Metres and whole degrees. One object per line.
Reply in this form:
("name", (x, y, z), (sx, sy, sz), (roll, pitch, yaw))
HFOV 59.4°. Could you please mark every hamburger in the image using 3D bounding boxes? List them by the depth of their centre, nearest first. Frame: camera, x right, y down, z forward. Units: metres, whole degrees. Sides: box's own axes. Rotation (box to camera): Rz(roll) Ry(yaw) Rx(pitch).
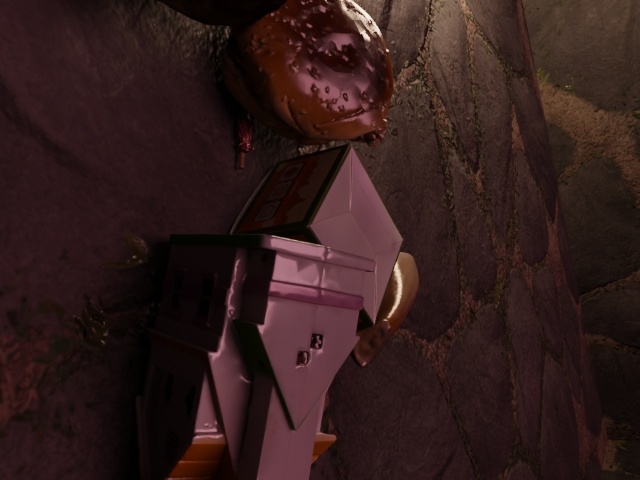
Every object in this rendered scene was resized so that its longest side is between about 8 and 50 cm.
("hamburger", (-0.011, -0.248, 0.806), (0.243, 0.146, 0.285), (-29, 95, -38))

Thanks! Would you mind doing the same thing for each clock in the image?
("clock", (-0.083, 0.155, 0.593), (0.166, 0.235, 0.309), (15, 82, -36))

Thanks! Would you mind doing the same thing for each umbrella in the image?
("umbrella", (-0.106, -0.179, 0.805), (0.027, 0.025, 0.165), (8, 72, -23))

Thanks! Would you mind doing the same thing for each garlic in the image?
("garlic", (0.091, 0.106, 0.918), (0.112, 0.143, 0.318), (41, 23, -7))

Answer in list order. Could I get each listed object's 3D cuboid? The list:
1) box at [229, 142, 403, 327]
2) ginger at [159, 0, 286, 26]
("box", (0.000, 0.000, 0.808), (0.194, 0.148, 0.177), (56, 41, -32))
("ginger", (-0.162, -0.374, 0.608), (0.269, 0.201, 0.222), (-2, 89, -52))
